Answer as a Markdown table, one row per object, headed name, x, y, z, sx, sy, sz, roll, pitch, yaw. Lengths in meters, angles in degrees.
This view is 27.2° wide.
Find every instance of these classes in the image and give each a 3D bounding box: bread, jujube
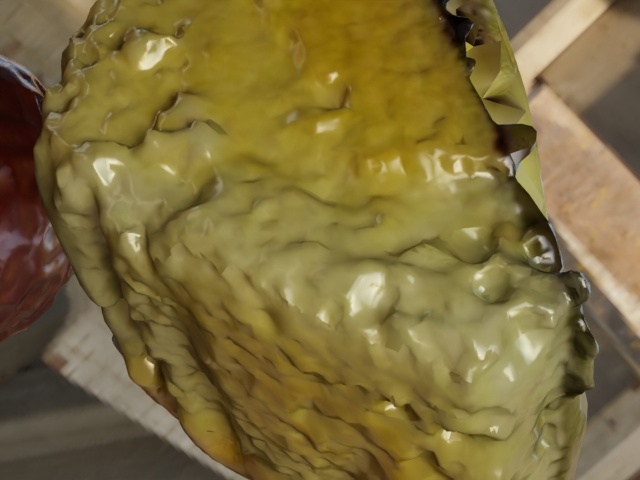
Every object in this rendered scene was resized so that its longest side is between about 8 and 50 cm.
| name | x | y | z | sx | sy | sz | roll | pitch | yaw |
| --- | --- | --- | --- | --- | --- | --- | --- | --- | --- |
| bread | 0.000 | 0.000 | 0.467 | 0.204 | 0.163 | 0.262 | 74 | 1 | -50 |
| jujube | -0.264 | -0.010 | 0.792 | 0.213 | 0.232 | 0.213 | 170 | -90 | -84 |
